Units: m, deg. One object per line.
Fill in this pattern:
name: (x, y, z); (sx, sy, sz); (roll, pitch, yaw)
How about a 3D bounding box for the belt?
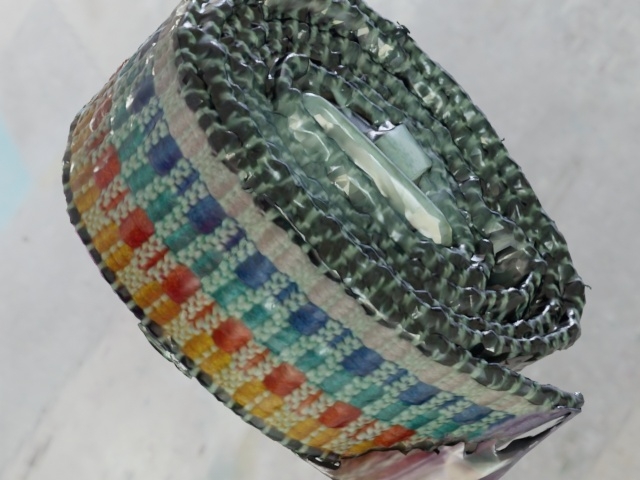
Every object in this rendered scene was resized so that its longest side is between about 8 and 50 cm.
belt: (0.000, 0.000, 1.044); (0.160, 0.295, 0.207); (-38, 17, 38)
